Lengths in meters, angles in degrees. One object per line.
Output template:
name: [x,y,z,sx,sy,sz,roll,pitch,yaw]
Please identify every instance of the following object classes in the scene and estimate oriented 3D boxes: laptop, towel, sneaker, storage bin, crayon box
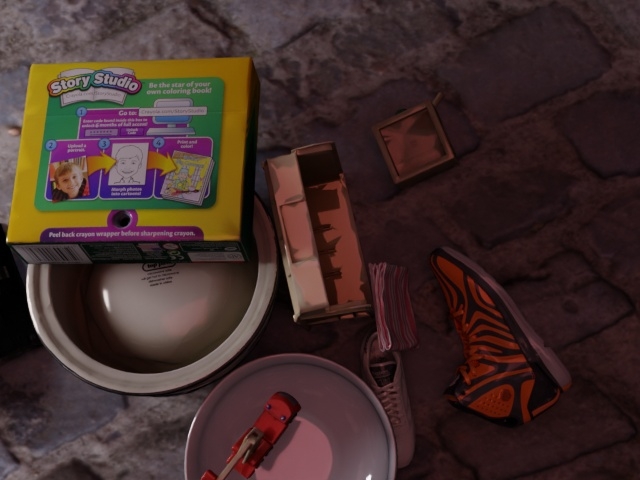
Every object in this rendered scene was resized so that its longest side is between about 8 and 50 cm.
laptop: [-0.643,0.123,1.882,0.264,0.136,0.234,-17,80,-35]
towel: [0.126,0.108,1.807,0.029,0.197,0.144,-9,83,19]
sneaker: [0.106,0.259,1.830,0.090,0.095,0.235,-11,82,-3]
sneaker: [0.250,0.171,1.828,0.180,0.124,0.321,-39,82,-7]
storage bin: [0.000,0.000,1.793,0.123,0.260,0.262,-12,81,2]
crayon box: [-0.285,-0.125,1.746,0.363,0.106,0.313,0,68,6]

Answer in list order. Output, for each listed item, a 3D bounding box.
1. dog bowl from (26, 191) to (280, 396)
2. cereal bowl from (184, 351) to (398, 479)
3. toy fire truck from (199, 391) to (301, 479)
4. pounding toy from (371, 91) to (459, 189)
dog bowl: [-0.255,0.068,1.804,0.408,0.150,0.408,-3,69,7]
cereal bowl: [-0.042,0.351,1.785,0.339,0.141,0.339,-1,81,5]
toy fire truck: [-0.106,0.308,1.659,0.047,0.135,0.192,36,87,10]
pounding toy: [0.170,-0.178,1.912,0.130,0.100,0.141,-24,78,11]
